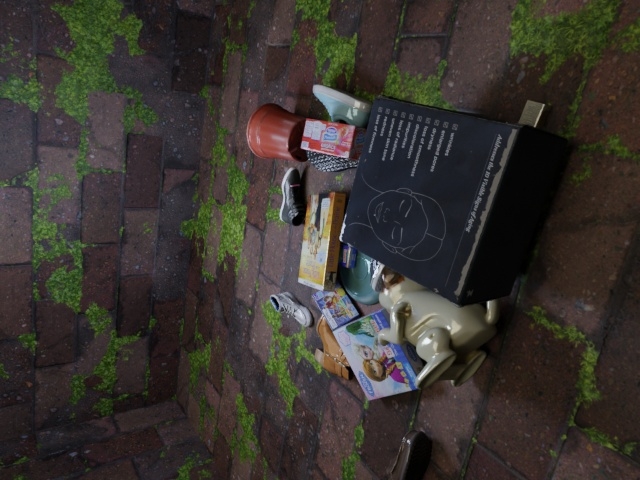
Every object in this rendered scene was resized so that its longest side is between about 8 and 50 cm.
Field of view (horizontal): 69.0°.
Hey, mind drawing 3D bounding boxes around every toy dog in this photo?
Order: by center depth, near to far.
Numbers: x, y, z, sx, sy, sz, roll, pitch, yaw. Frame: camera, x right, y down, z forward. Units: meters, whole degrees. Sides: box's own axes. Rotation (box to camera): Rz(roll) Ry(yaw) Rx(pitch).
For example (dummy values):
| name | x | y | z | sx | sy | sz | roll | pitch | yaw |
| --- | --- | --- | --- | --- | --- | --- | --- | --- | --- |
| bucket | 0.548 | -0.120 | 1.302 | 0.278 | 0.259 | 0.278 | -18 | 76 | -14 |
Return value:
| name | x | y | z | sx | sy | sz | roll | pitch | yaw |
| --- | --- | --- | --- | --- | --- | --- | --- | --- | --- |
| toy dog | 0.347 | 0.232 | 1.549 | 0.408 | 0.285 | 0.395 | 50 | 126 | 41 |

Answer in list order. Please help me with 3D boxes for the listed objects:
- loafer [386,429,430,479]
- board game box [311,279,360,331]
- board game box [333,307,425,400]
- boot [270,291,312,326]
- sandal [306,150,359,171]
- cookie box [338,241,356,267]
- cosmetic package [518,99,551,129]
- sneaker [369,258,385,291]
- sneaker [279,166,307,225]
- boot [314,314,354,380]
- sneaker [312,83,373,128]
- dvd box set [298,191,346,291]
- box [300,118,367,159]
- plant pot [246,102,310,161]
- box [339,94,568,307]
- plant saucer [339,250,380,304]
| name | x | y | z | sx | sy | sz | roll | pitch | yaw |
| --- | --- | --- | --- | --- | --- | --- | --- | --- | --- |
| loafer | 0.303 | 0.858 | 1.749 | 0.130 | 0.134 | 0.365 | 30 | 115 | 48 |
| board game box | 0.067 | 0.288 | 2.042 | 0.201 | 0.136 | 0.035 | 58 | 178 | 34 |
| board game box | 0.229 | 0.446 | 1.820 | 0.318 | 0.066 | 0.318 | -37 | 78 | 47 |
| boot | -0.154 | 0.351 | 2.330 | 0.258 | 0.124 | 0.095 | 37 | 121 | 45 |
| sandal | 0.124 | -0.366 | 1.970 | 0.446 | 0.107 | 0.167 | 11 | 100 | 39 |
| cookie box | 0.101 | 0.061 | 1.982 | 0.107 | 0.040 | 0.091 | 18 | 104 | 50 |
| cosmetic package | 0.616 | -0.344 | 1.359 | 0.060 | 0.041 | 0.114 | 39 | 122 | 44 |
| sneaker | 0.259 | 0.036 | 1.779 | 0.127 | 0.126 | 0.320 | 38 | 110 | 40 |
| sneaker | -0.117 | -0.204 | 2.280 | 0.147 | 0.105 | 0.295 | 36 | 125 | 44 |
| boot | 0.080 | 0.458 | 2.050 | 0.220 | 0.109 | 0.283 | 20 | 100 | 45 |
| sneaker | 0.070 | -0.563 | 1.986 | 0.366 | 0.135 | 0.150 | 41 | 120 | 45 |
| dvd box set | 0.000 | 0.000 | 2.067 | 0.308 | 0.062 | 0.419 | -171 | 88 | -67 |
| box | 0.061 | -0.404 | 1.869 | 0.257 | 0.123 | 0.128 | 19 | 104 | 37 |
| plant pot | -0.160 | -0.496 | 2.209 | 0.265 | 0.273 | 0.272 | 25 | 111 | 40 |
| box | 0.359 | -0.132 | 1.369 | 0.472 | 0.298 | 0.478 | 31 | 114 | 45 |
| plant saucer | 0.176 | 0.116 | 1.957 | 0.318 | 0.044 | 0.316 | 3 | 94 | 53 |
